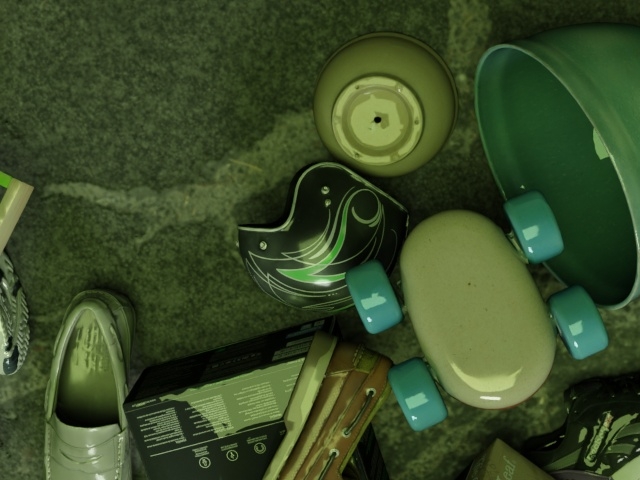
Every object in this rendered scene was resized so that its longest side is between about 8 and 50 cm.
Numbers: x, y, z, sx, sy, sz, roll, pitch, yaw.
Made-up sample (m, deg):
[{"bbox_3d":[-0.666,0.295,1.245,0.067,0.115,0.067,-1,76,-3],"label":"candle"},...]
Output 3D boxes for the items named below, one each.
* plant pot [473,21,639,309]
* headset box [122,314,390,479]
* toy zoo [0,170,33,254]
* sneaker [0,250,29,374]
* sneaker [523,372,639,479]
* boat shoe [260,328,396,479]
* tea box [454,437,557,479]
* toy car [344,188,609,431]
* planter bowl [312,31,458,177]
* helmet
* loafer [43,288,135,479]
[{"bbox_3d":[0.317,-0.101,1.620,0.196,0.293,0.293,-25,102,-14],"label":"plant pot"},{"bbox_3d":[-0.058,0.263,1.821,0.246,0.131,0.283,-17,102,10],"label":"headset box"},{"bbox_3d":[-0.482,-0.035,1.782,0.293,0.030,0.192,25,88,22],"label":"toy zoo"},{"bbox_3d":[-0.439,0.055,1.834,0.153,0.094,0.235,-16,102,12],"label":"sneaker"},{"bbox_3d":[0.339,0.192,1.769,0.124,0.107,0.283,42,106,1],"label":"sneaker"},{"bbox_3d":[-0.008,0.252,1.687,0.104,0.111,0.307,20,105,1],"label":"boat shoe"},{"bbox_3d":[0.153,0.454,1.708,0.220,0.329,0.323,35,124,-3],"label":"tea box"},{"bbox_3d":[0.164,0.079,1.689,0.219,0.238,0.210,-24,82,2],"label":"toy car"},{"bbox_3d":[0.066,-0.138,1.710,0.162,0.109,0.162,2,106,6],"label":"planter bowl"},{"bbox_3d":[0.000,0.000,1.728,0.169,0.169,0.161,32,90,-2],"label":"helmet"},{"bbox_3d":[-0.272,0.215,1.822,0.112,0.111,0.319,3,95,7],"label":"loafer"}]
